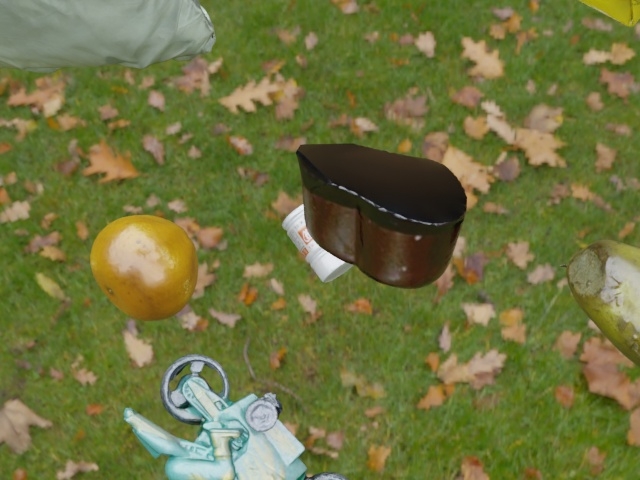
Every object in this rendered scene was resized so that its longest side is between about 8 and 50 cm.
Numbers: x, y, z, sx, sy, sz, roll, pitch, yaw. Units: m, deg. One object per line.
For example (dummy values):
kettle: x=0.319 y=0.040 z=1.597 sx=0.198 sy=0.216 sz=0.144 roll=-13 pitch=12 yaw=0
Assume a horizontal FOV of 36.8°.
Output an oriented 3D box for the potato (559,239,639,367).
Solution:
potato: x=0.363 y=0.090 z=1.009 sx=0.251 sy=0.149 sz=0.113 roll=33 pitch=105 yaw=16

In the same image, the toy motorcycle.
toy motorcycle: x=-0.105 y=0.282 z=1.154 sx=0.198 sy=0.109 sz=0.296 roll=-42 pitch=90 yaw=-13

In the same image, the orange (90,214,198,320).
orange: x=-0.242 y=0.034 z=1.347 sx=0.159 sy=0.159 sz=0.136 roll=36 pitch=61 yaw=29

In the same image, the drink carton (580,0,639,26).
drink carton: x=0.189 y=-0.354 z=0.952 sx=0.351 sy=0.111 sz=0.154 roll=20 pitch=38 yaw=-22

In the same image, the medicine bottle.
medicine bottle: x=0.000 y=0.000 z=1.150 sx=0.057 sy=0.057 sz=0.089 roll=-33 pitch=78 yaw=-18

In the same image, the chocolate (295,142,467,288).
chocolate: x=0.049 y=-0.020 z=0.775 sx=0.149 sy=0.080 sz=0.125 roll=26 pitch=29 yaw=26

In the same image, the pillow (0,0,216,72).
pillow: x=-0.253 y=-0.255 z=0.853 sx=0.283 sy=0.310 sz=0.138 roll=0 pitch=65 yaw=18
